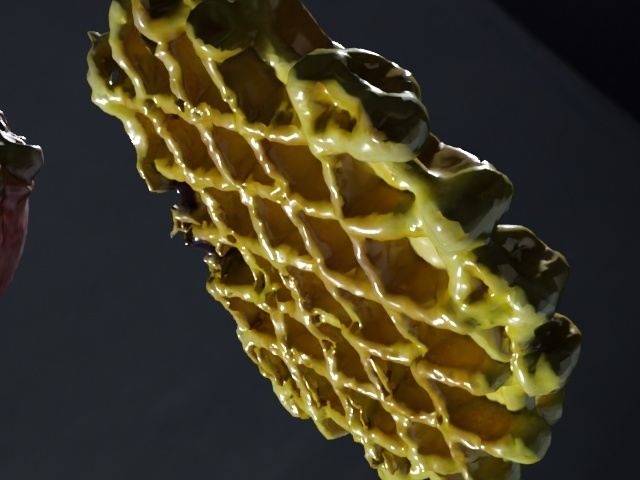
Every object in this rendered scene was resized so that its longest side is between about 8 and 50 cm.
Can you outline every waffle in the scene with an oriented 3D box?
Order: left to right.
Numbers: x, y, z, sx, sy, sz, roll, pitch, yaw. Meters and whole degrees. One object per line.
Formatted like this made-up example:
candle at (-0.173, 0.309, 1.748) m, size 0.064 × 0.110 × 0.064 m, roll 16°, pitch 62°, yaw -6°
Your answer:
waffle at (0.001, 0.000, 0.618) m, size 0.065 × 0.283 × 0.309 m, roll -42°, pitch -10°, yaw -26°

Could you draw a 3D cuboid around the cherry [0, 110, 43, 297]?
cherry at (-0.276, 0.000, 0.740) m, size 0.249 × 0.192 × 0.175 m, roll -53°, pitch 44°, yaw 4°
